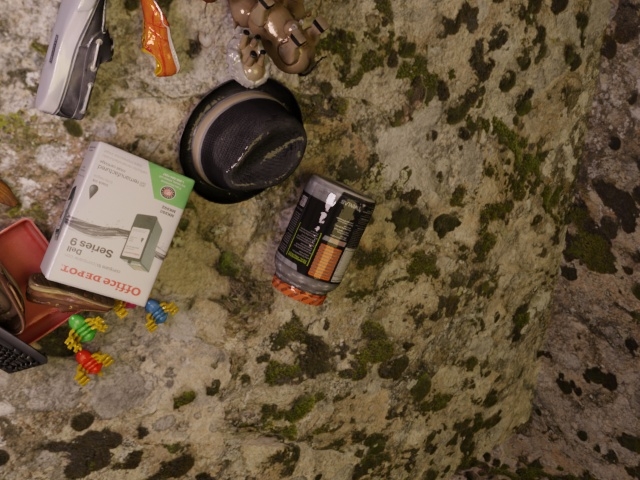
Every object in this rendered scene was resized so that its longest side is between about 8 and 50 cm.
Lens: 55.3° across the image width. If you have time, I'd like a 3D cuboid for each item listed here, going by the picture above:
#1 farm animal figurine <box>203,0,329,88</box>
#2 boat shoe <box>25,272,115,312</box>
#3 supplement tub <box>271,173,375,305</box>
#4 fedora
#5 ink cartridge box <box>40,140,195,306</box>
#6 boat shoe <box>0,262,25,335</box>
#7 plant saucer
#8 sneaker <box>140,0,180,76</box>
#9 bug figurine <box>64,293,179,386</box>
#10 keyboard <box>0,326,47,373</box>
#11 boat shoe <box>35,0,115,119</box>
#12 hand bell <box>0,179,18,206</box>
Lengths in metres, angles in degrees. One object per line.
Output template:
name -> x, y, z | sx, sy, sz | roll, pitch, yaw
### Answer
farm animal figurine -> -0.101, -0.487, 1.286 | 0.330, 0.172, 0.326 | -23, 84, -27
boat shoe -> -0.528, 0.121, 1.289 | 0.178, 0.064, 0.060 | 19, 112, -26
supplement tub -> 0.000, 0.000, 1.617 | 0.194, 0.194, 0.315 | 16, 103, -42
fedora -> -0.152, -0.214, 1.412 | 0.334, 0.152, 0.333 | -18, 122, -30
ink cartridge box -> -0.417, -0.032, 1.263 | 0.211, 0.122, 0.289 | 22, 87, -30
boat shoe -> -0.653, 0.050, 1.119 | 0.123, 0.123, 0.341 | -33, 129, -20
plant saucer -> -0.654, 0.108, 1.267 | 0.258, 0.048, 0.259 | -36, 129, -18
sneaker -> -0.334, -0.412, 1.228 | 0.068, 0.064, 0.175 | -20, 121, -14
bug figurine -> -0.475, 0.199, 1.420 | 0.279, 0.072, 0.216 | -38, 146, -22
keyboard -> -0.695, 0.174, 1.152 | 0.202, 0.033, 0.317 | -13, 138, 22
boat shoe -> -0.437, -0.368, 1.141 | 0.102, 0.108, 0.301 | 11, 108, -41
hand bell -> -0.648, -0.134, 1.121 | 0.126, 0.126, 0.242 | -44, 144, -11
